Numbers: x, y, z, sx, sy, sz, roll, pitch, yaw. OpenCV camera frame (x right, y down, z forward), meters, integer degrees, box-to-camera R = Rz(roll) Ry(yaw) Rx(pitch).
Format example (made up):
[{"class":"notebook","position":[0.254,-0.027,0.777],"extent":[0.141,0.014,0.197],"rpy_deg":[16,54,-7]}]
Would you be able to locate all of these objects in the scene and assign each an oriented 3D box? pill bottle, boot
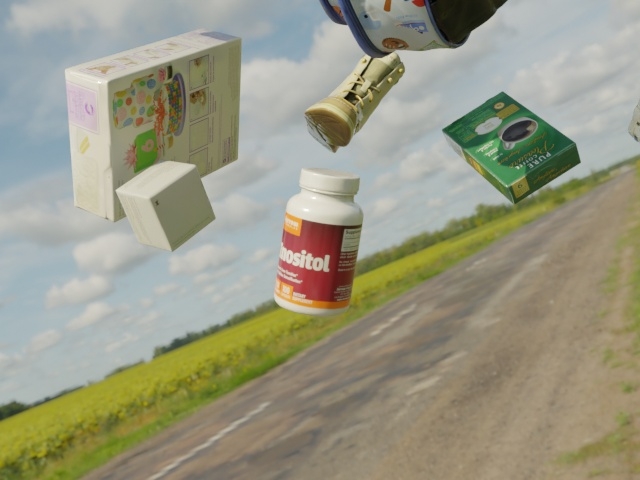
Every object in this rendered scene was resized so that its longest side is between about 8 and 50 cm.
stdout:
[{"class":"pill bottle","position":[0.000,0.000,0.913],"extent":[0.086,0.151,0.086],"rpy_deg":[8,11,-2]},{"class":"boot","position":[0.055,-0.214,1.215],"extent":[0.165,0.077,0.213],"rpy_deg":[-49,2,-3]}]

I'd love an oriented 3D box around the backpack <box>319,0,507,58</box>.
[{"class":"backpack","position":[0.092,-0.336,0.907],"extent":[0.213,0.276,0.263],"rpy_deg":[-9,45,29]}]

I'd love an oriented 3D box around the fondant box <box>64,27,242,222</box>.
[{"class":"fondant box","position":[-0.268,-0.204,1.408],"extent":[0.096,0.238,0.330],"rpy_deg":[20,33,25]}]

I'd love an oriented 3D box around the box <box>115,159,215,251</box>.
[{"class":"box","position":[-0.235,-0.055,1.281],"extent":[0.087,0.101,0.101],"rpy_deg":[12,41,41]}]

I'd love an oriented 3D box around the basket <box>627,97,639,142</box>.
[{"class":"basket","position":[0.798,-0.228,1.701],"extent":[0.289,0.201,0.254],"rpy_deg":[2,31,-11]}]

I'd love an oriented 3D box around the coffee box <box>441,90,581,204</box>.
[{"class":"coffee box","position":[0.262,-0.133,1.170],"extent":[0.113,0.040,0.184],"rpy_deg":[-33,39,-4]}]
